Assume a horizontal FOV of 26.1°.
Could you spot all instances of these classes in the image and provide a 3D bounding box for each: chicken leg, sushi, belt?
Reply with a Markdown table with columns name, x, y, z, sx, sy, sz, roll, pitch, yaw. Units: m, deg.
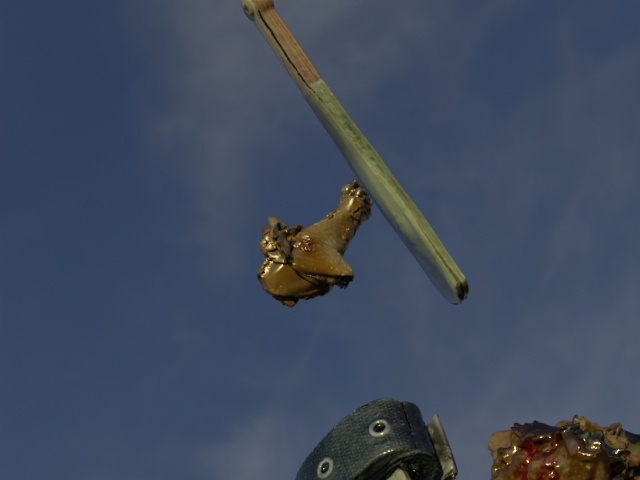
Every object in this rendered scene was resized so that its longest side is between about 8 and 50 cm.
| name | x | y | z | sx | sy | sz | roll | pitch | yaw |
| --- | --- | --- | --- | --- | --- | --- | --- | --- | --- |
| chicken leg | 0.003 | 0.007 | 1.766 | 0.196 | 0.125 | 0.080 | -25 | 4 | -30 |
| sushi | 0.316 | 0.319 | 1.689 | 0.238 | 0.225 | 0.218 | -29 | -34 | 32 |
| belt | 0.054 | 0.301 | 1.657 | 0.122 | 0.128 | 0.218 | 26 | -60 | -29 |

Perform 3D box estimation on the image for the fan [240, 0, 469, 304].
| name | x | y | z | sx | sy | sz | roll | pitch | yaw |
| --- | --- | --- | --- | --- | --- | --- | --- | --- | --- |
| fan | 0.026 | -0.072 | 1.019 | 0.023 | 0.282 | 0.057 | -34 | -3 | -9 |
